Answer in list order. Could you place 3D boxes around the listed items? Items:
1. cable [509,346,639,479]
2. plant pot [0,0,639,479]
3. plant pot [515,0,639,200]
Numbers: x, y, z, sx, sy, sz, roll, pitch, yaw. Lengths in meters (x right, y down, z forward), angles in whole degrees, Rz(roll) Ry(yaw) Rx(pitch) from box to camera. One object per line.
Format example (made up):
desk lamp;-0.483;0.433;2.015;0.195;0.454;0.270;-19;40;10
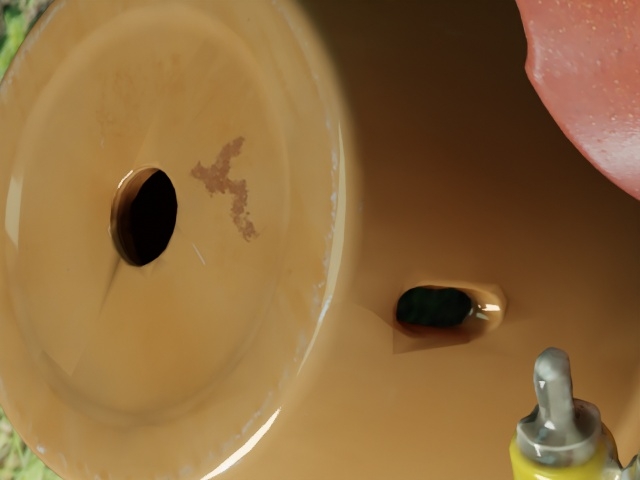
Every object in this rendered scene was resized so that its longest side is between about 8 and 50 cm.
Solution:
cable;0.107;0.166;0.547;0.139;0.072;0.287;39;149;30
plant pot;0.000;0.000;0.630;0.290;0.203;0.291;-7;79;41
plant pot;0.202;-0.118;0.445;0.265;0.272;0.273;-10;78;48
